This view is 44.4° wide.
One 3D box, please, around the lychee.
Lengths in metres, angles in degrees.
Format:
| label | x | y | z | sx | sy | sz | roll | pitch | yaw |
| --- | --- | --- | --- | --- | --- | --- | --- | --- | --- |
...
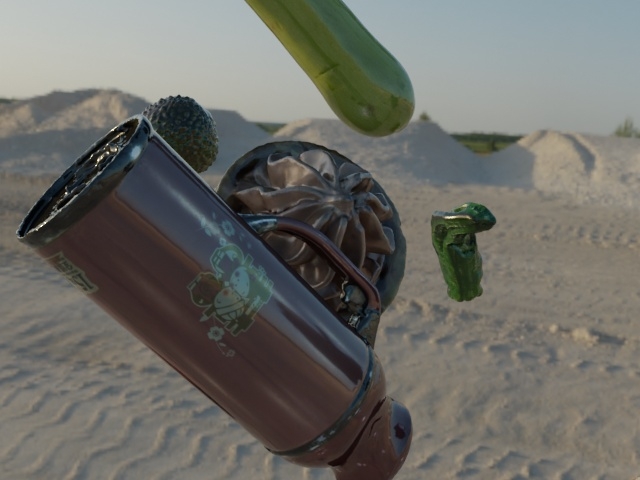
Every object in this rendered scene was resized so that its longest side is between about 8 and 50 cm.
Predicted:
| label | x | y | z | sx | sy | sz | roll | pitch | yaw |
| --- | --- | --- | --- | --- | --- | --- | --- | --- | --- |
| lychee | -0.268 | -0.180 | 1.424 | 0.171 | 0.171 | 0.171 | 4 | 9 | -1 |

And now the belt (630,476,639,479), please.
| label | x | y | z | sx | sy | sz | roll | pitch | yaw |
| --- | --- | --- | --- | --- | --- | --- | --- | --- | --- |
| belt | 0.452 | 0.414 | 1.091 | 0.105 | 0.184 | 0.261 | 46 | -13 | 14 |

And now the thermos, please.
| label | x | y | z | sx | sy | sz | roll | pitch | yaw |
| --- | --- | --- | --- | --- | --- | --- | --- | --- | --- |
| thermos | -0.044 | 0.059 | 0.564 | 0.110 | 0.330 | 0.136 | -27 | 29 | 32 |

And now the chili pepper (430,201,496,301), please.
| label | x | y | z | sx | sy | sz | roll | pitch | yaw |
| --- | --- | --- | --- | --- | --- | --- | --- | --- | --- |
| chili pepper | 0.159 | 0.004 | 0.883 | 0.050 | 0.073 | 0.182 | -23 | -31 | -5 |

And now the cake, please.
| label | x | y | z | sx | sy | sz | roll | pitch | yaw |
| --- | --- | --- | --- | --- | --- | --- | --- | --- | --- |
| cake | 0.000 | 0.000 | 0.709 | 0.208 | 0.185 | 0.178 | 42 | -33 | -19 |

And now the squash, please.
| label | x | y | z | sx | sy | sz | roll | pitch | yaw |
| --- | --- | --- | --- | --- | --- | --- | --- | --- | --- |
| squash | -0.001 | -0.197 | 0.741 | 0.250 | 0.083 | 0.083 | 46 | -6 | -19 |
